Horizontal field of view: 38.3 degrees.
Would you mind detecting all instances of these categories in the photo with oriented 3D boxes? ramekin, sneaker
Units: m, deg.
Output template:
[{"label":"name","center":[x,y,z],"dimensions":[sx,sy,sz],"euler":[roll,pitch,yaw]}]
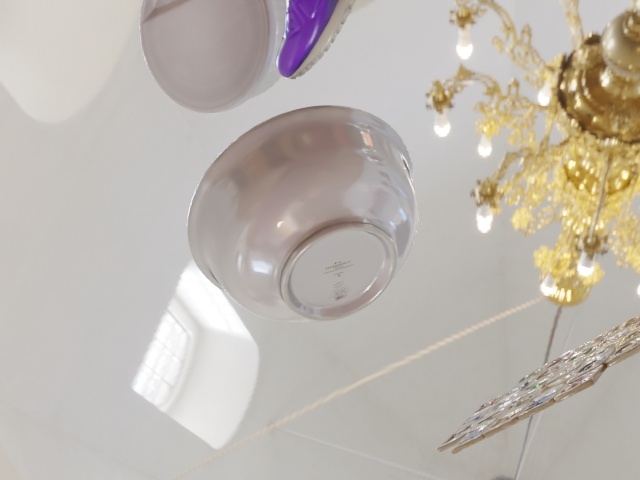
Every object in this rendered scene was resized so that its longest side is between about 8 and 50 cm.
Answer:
[{"label":"ramekin","center":[-0.163,-0.356,1.552],"dimensions":[0.273,0.127,0.273],"euler":[7,-75,29]},{"label":"sneaker","center":[-0.011,-0.344,1.103],"dimensions":[0.146,0.102,0.293],"euler":[27,-68,-4]}]

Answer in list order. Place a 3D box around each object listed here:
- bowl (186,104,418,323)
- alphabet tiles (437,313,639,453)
[{"label":"bowl","center":[0.000,0.000,1.091],"dimensions":[0.298,0.298,0.134],"euler":[-27,-136,-2]},{"label":"alphabet tiles","center":[0.321,0.192,1.270],"dimensions":[0.342,0.285,0.011],"euler":[-37,-98,34]}]
